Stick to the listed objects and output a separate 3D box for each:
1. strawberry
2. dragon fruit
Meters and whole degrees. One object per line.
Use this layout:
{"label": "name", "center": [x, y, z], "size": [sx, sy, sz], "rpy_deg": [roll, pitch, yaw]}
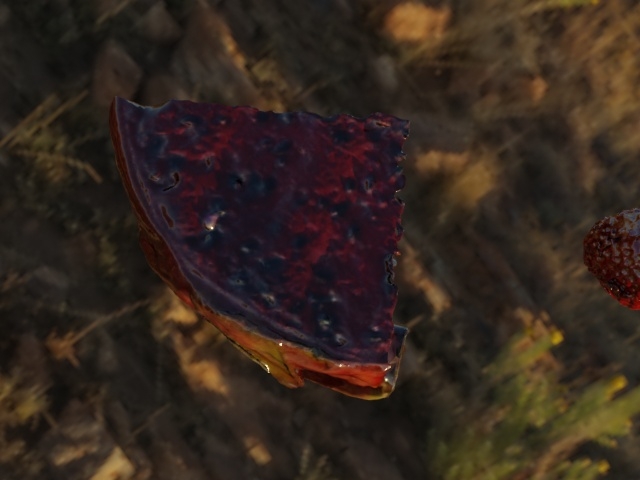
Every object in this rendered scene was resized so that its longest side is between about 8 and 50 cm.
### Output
{"label": "strawberry", "center": [0.250, 0.011, 1.119], "size": [0.083, 0.096, 0.083], "rpy_deg": [-8, 102, -43]}
{"label": "dragon fruit", "center": [0.000, 0.000, 1.230], "size": [0.302, 0.240, 0.330], "rpy_deg": [62, 8, 11]}
